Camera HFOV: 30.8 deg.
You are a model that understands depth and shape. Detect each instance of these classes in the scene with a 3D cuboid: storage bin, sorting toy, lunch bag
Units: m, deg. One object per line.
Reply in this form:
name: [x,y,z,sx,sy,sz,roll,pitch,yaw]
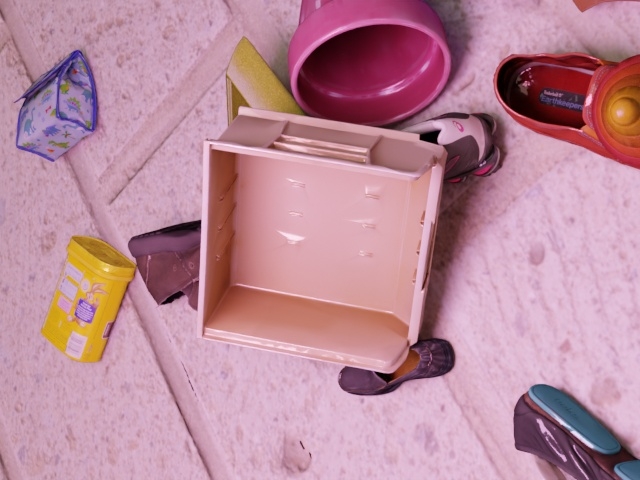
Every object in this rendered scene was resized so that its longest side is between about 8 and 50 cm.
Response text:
storage bin: [0.000,0.000,1.371,0.261,0.123,0.262,10,119,9]
sorting toy: [0.406,-0.054,1.126,0.365,0.126,0.127,40,113,19]
lunch bag: [-0.443,-0.231,1.943,0.129,0.096,0.151,-26,53,37]

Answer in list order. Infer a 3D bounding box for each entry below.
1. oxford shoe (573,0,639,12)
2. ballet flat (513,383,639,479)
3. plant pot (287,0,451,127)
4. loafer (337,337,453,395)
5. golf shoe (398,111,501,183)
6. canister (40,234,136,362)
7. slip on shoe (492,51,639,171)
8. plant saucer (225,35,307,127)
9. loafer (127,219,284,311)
oxford shoe: [0.377,-0.309,1.296,0.212,0.076,0.076,-12,106,36]
ballet flat: [0.313,0.260,1.248,0.280,0.095,0.096,38,118,47]
plant pot: [0.053,-0.272,1.481,0.201,0.201,0.180,-34,48,32]
loafer: [0.082,0.158,1.464,0.170,0.061,0.062,-25,70,36]
golf shoe: [0.091,-0.093,1.458,0.273,0.120,0.105,-28,68,35]
canister: [-0.372,0.094,1.845,0.126,0.073,0.169,32,105,38]
slip on shoe: [0.332,-0.145,1.276,0.331,0.101,0.123,20,95,38]
plant saucer: [-0.079,-0.149,1.581,0.188,0.045,0.188,55,158,31]
loafer: [-0.129,0.033,1.625,0.366,0.134,0.130,-5,101,52]
